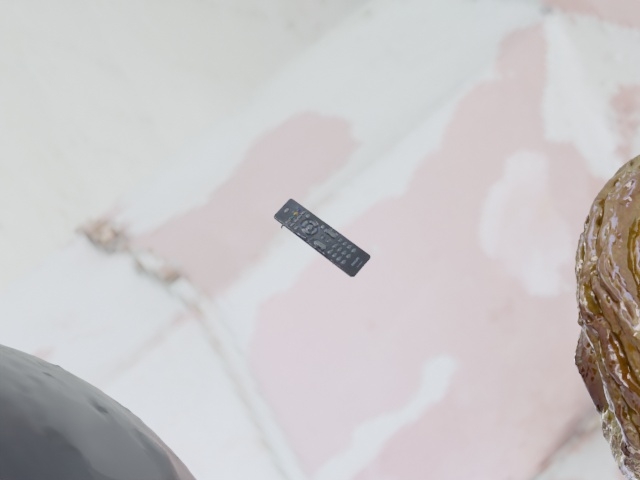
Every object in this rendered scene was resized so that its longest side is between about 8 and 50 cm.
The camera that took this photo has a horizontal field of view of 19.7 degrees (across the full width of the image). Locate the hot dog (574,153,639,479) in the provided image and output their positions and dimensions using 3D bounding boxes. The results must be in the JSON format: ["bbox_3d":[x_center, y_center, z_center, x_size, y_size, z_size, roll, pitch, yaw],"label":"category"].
[{"bbox_3d":[0.231,0.051,1.294,0.175,0.114,0.259,73,14,-49],"label":"hot dog"}]

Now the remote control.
[{"bbox_3d":[0.000,0.000,1.632,0.091,0.034,0.016,37,-31,8],"label":"remote control"}]

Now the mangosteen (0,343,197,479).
[{"bbox_3d":[-0.230,0.189,0.802,0.435,0.382,0.382,38,-23,25],"label":"mangosteen"}]
